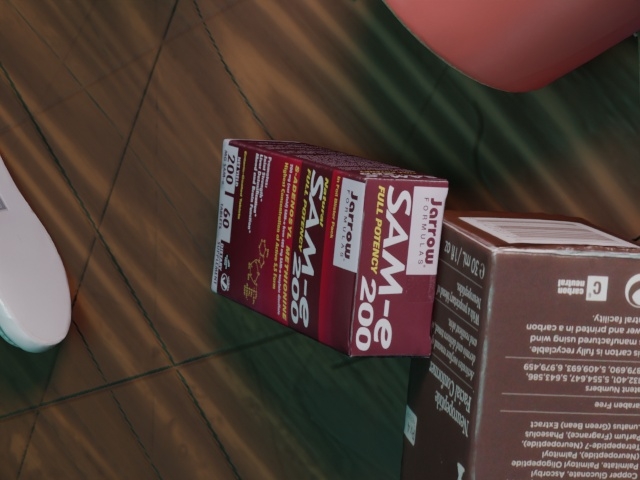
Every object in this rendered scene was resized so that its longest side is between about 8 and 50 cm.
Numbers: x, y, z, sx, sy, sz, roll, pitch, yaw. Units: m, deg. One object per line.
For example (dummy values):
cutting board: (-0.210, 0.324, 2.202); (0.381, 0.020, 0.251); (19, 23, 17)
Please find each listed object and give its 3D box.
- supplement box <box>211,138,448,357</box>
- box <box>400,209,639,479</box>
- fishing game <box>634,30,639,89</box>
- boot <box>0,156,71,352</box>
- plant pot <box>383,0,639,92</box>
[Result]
supplement box: (0.000, 0.000, 1.166); (0.239, 0.073, 0.130); (19, 106, 60)
box: (0.139, 0.178, 1.099); (0.143, 0.191, 0.381); (2, 98, -11)
fishing game: (0.317, -0.166, 1.024); (0.264, 0.041, 0.189); (-36, 35, 38)
boot: (-0.323, 0.007, 1.396); (0.123, 0.095, 0.258); (-37, 70, 31)
plant pot: (0.164, -0.247, 1.035); (0.243, 0.275, 0.275); (-42, 76, 34)
